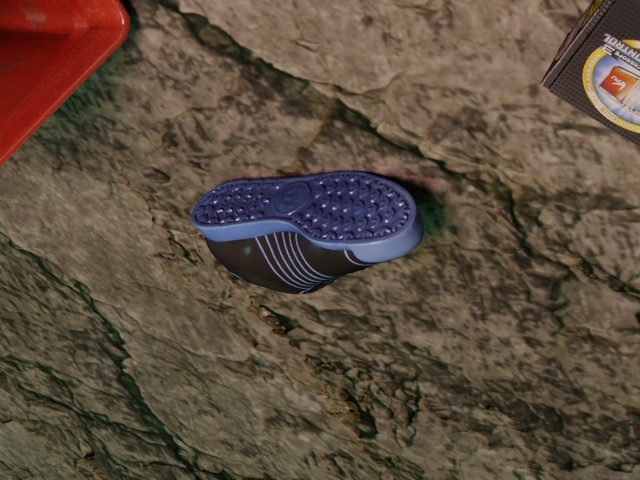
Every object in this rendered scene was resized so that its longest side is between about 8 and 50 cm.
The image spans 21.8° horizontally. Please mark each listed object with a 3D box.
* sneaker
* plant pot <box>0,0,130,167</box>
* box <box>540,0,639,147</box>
[{"bbox_3d":[0.000,0.000,1.370,0.232,0.081,0.090,5,141,42],"label":"sneaker"},{"bbox_3d":[-0.360,-0.184,1.264,0.236,0.267,0.267,11,142,46],"label":"plant pot"},{"bbox_3d":[0.303,-0.103,1.029,0.270,0.060,0.216,32,145,-2],"label":"box"}]
